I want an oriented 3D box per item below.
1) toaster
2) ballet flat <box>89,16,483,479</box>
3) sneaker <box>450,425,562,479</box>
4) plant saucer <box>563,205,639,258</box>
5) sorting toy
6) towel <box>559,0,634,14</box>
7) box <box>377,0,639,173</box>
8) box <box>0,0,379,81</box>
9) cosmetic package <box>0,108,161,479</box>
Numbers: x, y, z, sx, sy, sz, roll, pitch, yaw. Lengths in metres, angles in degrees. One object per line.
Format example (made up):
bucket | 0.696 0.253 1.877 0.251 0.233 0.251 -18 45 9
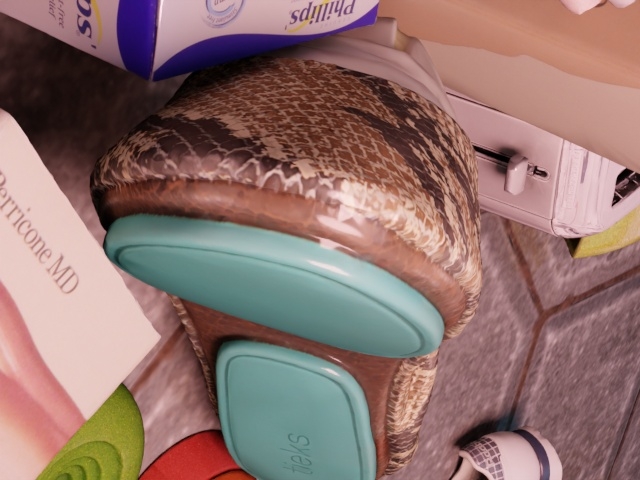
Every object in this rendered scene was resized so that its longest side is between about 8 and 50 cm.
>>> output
toaster | 0.159 -0.097 0.822 0.227 0.146 0.129 -33 139 -38
ballet flat | 0.000 0.000 0.619 0.483 0.164 0.182 83 22 -69
sneaker | 0.137 0.275 1.154 0.095 0.090 0.235 -5 115 -39
plant saucer | 0.246 -0.077 0.979 0.188 0.045 0.188 -47 159 -79
sorting toy | -0.097 0.156 0.673 0.127 0.126 0.365 -58 149 -6
towel | 0.090 -0.310 0.508 0.317 0.053 0.331 35 82 -23
box | 0.155 -0.127 0.635 0.148 0.311 0.121 -57 149 -9
box | -0.063 -0.125 0.491 0.126 0.137 0.072 -24 131 -45
cosmetic package | -0.215 0.080 0.441 0.296 0.129 0.153 -50 145 -18
